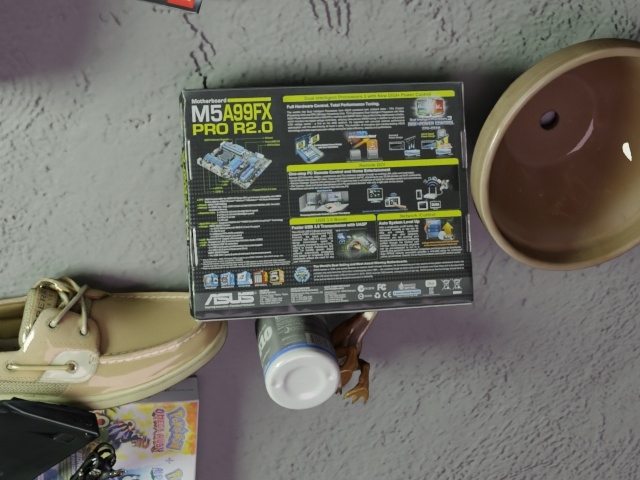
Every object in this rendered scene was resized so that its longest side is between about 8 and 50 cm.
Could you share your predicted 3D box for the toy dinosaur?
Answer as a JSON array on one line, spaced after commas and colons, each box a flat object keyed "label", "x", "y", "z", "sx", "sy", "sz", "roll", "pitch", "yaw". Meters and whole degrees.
[{"label": "toy dinosaur", "x": 0.030, "y": 0.108, "z": 1.252, "sx": 0.064, "sy": 0.112, "sz": 0.211, "roll": 21, "pitch": 126, "yaw": -28}]

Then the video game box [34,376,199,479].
[{"label": "video game box", "x": -0.236, "y": 0.249, "z": 1.327, "sx": 0.187, "sy": 0.048, "sz": 0.205, "roll": -2, "pitch": 125, "yaw": -12}]

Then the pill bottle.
[{"label": "pill bottle", "x": -0.028, "y": 0.105, "z": 1.210, "sx": 0.078, "sy": 0.137, "sz": 0.078, "roll": -5, "pitch": 124, "yaw": -8}]

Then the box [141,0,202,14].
[{"label": "box", "x": -0.190, "y": -0.272, "z": 0.978, "sx": 0.207, "sy": 0.036, "sz": 0.114, "roll": 11, "pitch": 122, "yaw": -18}]

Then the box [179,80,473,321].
[{"label": "box", "x": 0.006, "y": -0.039, "z": 1.098, "sx": 0.270, "sy": 0.060, "sz": 0.216, "roll": -4, "pitch": 90, "yaw": -9}]

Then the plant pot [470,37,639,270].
[{"label": "plant pot", "x": 0.245, "y": -0.096, "z": 1.129, "sx": 0.237, "sy": 0.110, "sz": 0.237, "roll": -9, "pitch": 123, "yaw": -15}]

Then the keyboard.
[{"label": "keyboard", "x": -0.339, "y": 0.247, "z": 1.227, "sx": 0.201, "sy": 0.033, "sz": 0.317, "roll": 26, "pitch": 135, "yaw": -37}]

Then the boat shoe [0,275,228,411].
[{"label": "boat shoe", "x": -0.267, "y": 0.101, "z": 1.171, "sx": 0.341, "sy": 0.121, "sz": 0.110, "roll": -12, "pitch": 127, "yaw": -1}]
